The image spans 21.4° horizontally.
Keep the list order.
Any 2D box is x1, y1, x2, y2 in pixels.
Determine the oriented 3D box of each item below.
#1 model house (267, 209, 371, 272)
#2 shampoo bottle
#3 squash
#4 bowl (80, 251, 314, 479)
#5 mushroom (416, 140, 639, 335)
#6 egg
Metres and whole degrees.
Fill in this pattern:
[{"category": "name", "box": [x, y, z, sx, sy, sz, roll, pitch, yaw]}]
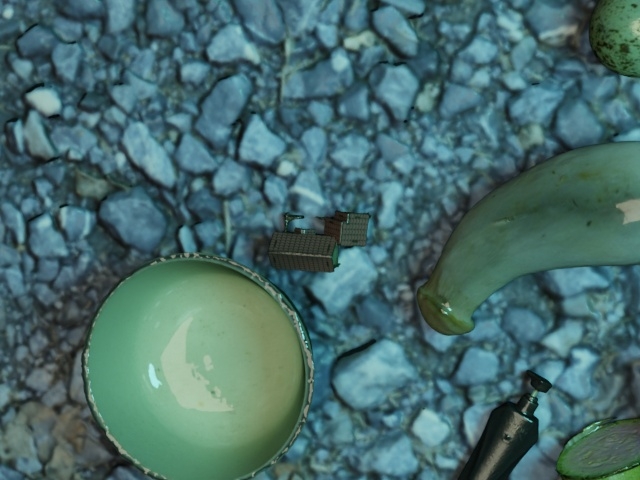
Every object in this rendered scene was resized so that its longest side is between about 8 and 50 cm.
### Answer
[{"category": "model house", "box": [0.000, 0.000, 1.512, 0.083, 0.058, 0.057, 6, 96, 12]}, {"category": "shampoo bottle", "box": [0.163, 0.181, 1.508, 0.048, 0.027, 0.137, 32, 101, 6]}, {"category": "squash", "box": [0.272, 0.232, 1.467, 0.105, 0.105, 0.132, -19, 107, 14]}, {"category": "bowl", "box": [-0.097, 0.108, 1.517, 0.211, 0.112, 0.211, 1, 97, 13]}, {"category": "mushroom", "box": [0.196, -0.008, 1.454, 0.270, 0.103, 0.118, -22, 84, 24]}, {"category": "egg", "box": [0.279, -0.182, 1.419, 0.110, 0.085, 0.085, -15, 92, 7]}]
